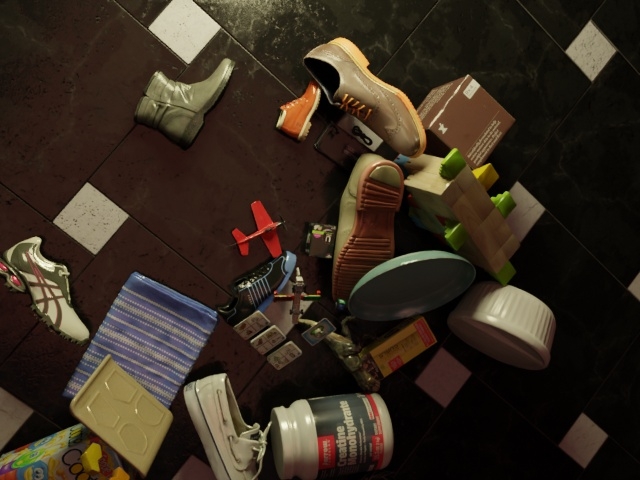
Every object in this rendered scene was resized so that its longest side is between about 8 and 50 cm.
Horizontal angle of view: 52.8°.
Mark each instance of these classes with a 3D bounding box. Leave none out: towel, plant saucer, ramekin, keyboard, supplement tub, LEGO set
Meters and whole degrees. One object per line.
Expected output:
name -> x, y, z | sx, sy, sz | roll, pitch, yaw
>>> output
towel -> -0.419, 0.270, 1.531 | 0.243, 0.040, 0.336 | 30, 86, -14
plant saucer -> 0.216, 0.107, 1.562 | 0.317, 0.318, 0.044 | -5, 60, -14
ramekin -> 0.472, 0.211, 1.652 | 0.273, 0.273, 0.127 | 35, 73, -14
keyboard -> 0.084, -0.232, 1.638 | 0.180, 0.023, 0.108 | 33, 91, -15
supplement tub -> 0.026, 0.479, 1.583 | 0.272, 0.191, 0.191 | -4, 95, -15
LEGO set -> -0.064, 0.186, 1.570 | 0.244, 0.060, 0.182 | -36, 120, 10

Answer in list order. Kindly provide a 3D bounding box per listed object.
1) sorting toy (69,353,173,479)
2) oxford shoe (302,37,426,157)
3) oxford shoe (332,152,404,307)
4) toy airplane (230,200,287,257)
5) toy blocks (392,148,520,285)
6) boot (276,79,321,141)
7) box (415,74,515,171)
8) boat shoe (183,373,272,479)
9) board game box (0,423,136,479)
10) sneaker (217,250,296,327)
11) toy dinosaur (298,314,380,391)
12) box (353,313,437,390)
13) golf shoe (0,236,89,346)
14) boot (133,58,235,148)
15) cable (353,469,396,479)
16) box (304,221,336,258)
sorting toy -> -0.439, 0.402, 1.379 | 0.041, 0.307, 0.229 | -37, 103, 16
oxford shoe -> 0.098, -0.320, 1.522 | 0.132, 0.130, 0.364 | -30, 70, -36
oxford shoe -> 0.105, -0.024, 1.607 | 0.140, 0.146, 0.397 | 9, 111, -21
toy airplane -> -0.153, -0.018, 1.586 | 0.151, 0.028, 0.151 | -1, 95, -15
toy blocks -> 0.313, -0.077, 1.595 | 0.191, 0.261, 0.381 | -48, 121, -9
boot -> -0.051, -0.330, 1.578 | 0.084, 0.059, 0.158 | 22, 89, -10
box -> 0.332, -0.280, 1.606 | 0.167, 0.203, 0.168 | 40, 84, -14
boat shoe -> -0.185, 0.486, 1.555 | 0.156, 0.136, 0.367 | -23, 92, 2
board game box -> -0.568, 0.514, 1.440 | 0.275, 0.142, 0.144 | -21, 99, -7
sneaker -> -0.154, 0.110, 1.567 | 0.090, 0.081, 0.232 | 37, 85, -21
toy dinosaur -> 0.070, 0.254, 1.610 | 0.268, 0.064, 0.118 | 44, 83, 10
box -> 0.183, 0.289, 1.679 | 0.232, 0.058, 0.087 | -31, 100, -11
golf shoe -> -0.599, 0.119, 1.442 | 0.120, 0.105, 0.273 | -42, 103, -16
boot -> -0.316, -0.350, 1.497 | 0.161, 0.083, 0.247 | 32, 84, -9
cable -> 0.135, 0.684, 1.700 | 0.184, 0.047, 0.151 | -40, 102, -10
box -> 0.000, 0.000, 1.615 | 0.062, 0.052, 0.083 | 9, 92, -14
